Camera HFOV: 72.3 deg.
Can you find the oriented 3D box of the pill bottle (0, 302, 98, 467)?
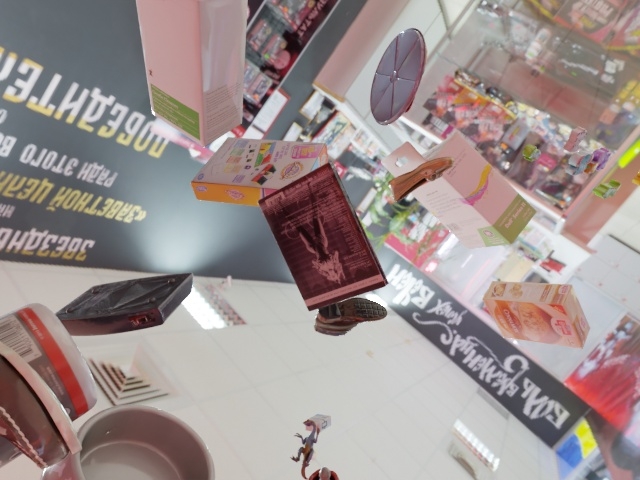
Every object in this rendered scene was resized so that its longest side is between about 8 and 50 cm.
[{"bbox_3d":[-0.551,0.263,0.641,0.210,0.210,0.363,40,-133,22],"label":"pill bottle"}]

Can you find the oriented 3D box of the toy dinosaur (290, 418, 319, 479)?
[{"bbox_3d":[-0.028,0.394,0.849,0.047,0.090,0.082,12,-153,15],"label":"toy dinosaur"}]

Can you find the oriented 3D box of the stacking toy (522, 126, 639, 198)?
[{"bbox_3d":[0.513,-0.153,0.832,0.221,0.052,0.167,-15,-138,-33],"label":"stacking toy"}]

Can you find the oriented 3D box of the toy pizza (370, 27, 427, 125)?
[{"bbox_3d":[0.168,-0.342,0.931,0.032,0.201,0.201,9,-160,-23],"label":"toy pizza"}]

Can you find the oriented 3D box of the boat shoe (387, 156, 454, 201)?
[{"bbox_3d":[0.217,-0.131,0.937,0.056,0.153,0.048,0,-109,-57],"label":"boat shoe"}]

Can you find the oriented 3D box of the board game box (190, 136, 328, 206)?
[{"bbox_3d":[-0.163,-0.195,1.230,0.317,0.064,0.242,8,-135,16],"label":"board game box"}]

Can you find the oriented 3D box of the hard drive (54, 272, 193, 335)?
[{"bbox_3d":[-0.405,0.133,0.912,0.172,0.255,0.054,-67,-33,-67],"label":"hard drive"}]

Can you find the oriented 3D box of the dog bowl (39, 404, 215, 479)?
[{"bbox_3d":[-0.380,0.492,0.921,0.349,0.102,0.349,31,-169,-7],"label":"dog bowl"}]

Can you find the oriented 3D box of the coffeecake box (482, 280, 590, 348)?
[{"bbox_3d":[0.500,0.169,1.022,0.186,0.068,0.142,-3,129,51],"label":"coffeecake box"}]

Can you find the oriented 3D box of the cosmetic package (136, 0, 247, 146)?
[{"bbox_3d":[-0.295,-0.436,1.031,0.197,0.155,0.365,33,143,15],"label":"cosmetic package"}]

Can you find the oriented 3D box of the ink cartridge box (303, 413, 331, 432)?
[{"bbox_3d":[-0.011,0.523,1.248,0.048,0.028,0.083,-5,175,31],"label":"ink cartridge box"}]

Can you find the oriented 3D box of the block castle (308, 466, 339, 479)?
[{"bbox_3d":[-0.094,0.747,1.008,0.454,0.212,0.303,-13,-154,-28],"label":"block castle"}]

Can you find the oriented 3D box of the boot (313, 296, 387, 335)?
[{"bbox_3d":[0.084,0.229,1.305,0.219,0.106,0.082,4,-131,-18],"label":"boot"}]

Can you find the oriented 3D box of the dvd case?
[{"bbox_3d":[0.000,0.000,0.750,0.018,0.165,0.221,-27,-87,-59],"label":"dvd case"}]

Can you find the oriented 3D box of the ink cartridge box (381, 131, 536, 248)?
[{"bbox_3d":[0.343,-0.142,1.130,0.353,0.119,0.207,43,169,-6],"label":"ink cartridge box"}]

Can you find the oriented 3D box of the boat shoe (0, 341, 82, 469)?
[{"bbox_3d":[-0.415,0.172,0.525,0.325,0.116,0.097,29,-141,23],"label":"boat shoe"}]
